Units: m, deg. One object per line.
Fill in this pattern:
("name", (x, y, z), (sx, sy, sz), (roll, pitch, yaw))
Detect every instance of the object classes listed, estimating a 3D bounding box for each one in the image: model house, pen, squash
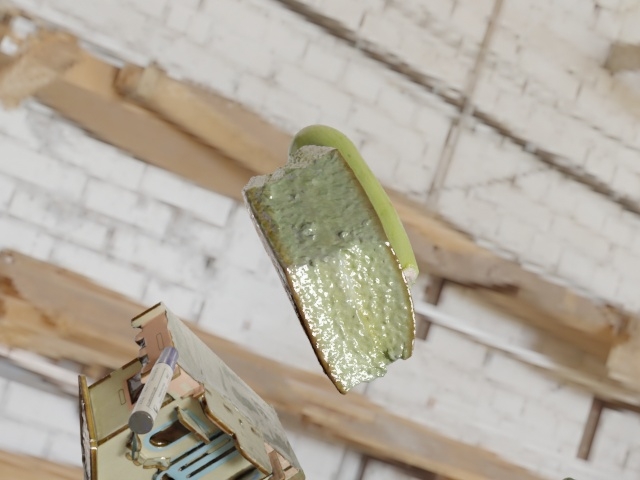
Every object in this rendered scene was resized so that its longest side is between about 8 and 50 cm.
("model house", (-0.198, 0.259, 1.840), (0.244, 0.169, 0.326), (-29, -43, 11))
("pen", (-0.166, 0.148, 1.490), (0.025, 0.025, 0.204), (19, 14, -3))
("squash", (0.039, -0.034, 1.718), (0.250, 0.083, 0.083), (60, 8, 24))

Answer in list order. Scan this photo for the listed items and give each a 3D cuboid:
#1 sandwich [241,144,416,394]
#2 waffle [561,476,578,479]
("sandwich", (0.000, 0.000, 1.238), (0.096, 0.094, 0.258), (77, -13, -53))
("waffle", (0.280, 0.411, 1.587), (0.291, 0.309, 0.056), (30, -19, 46))
